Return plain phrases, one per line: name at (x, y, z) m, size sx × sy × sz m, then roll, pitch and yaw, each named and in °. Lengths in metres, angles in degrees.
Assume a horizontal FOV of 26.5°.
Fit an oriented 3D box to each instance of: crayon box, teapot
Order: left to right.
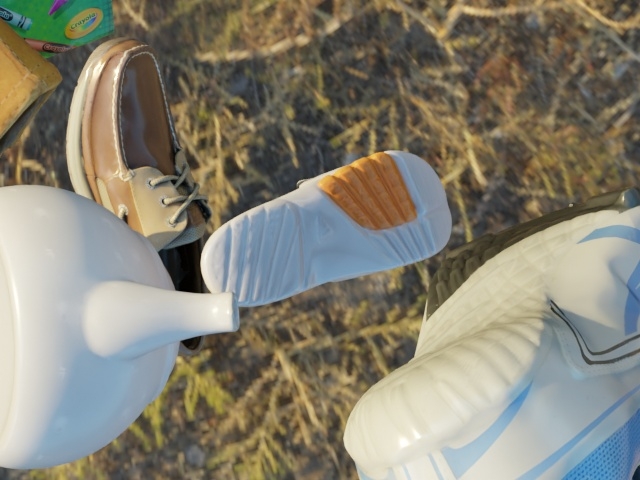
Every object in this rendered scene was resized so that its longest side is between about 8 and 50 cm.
crayon box at (-0.354, -0.260, 1.362) m, size 0.165 × 0.278 × 0.081 m, roll -27°, pitch 132°, yaw -34°
teapot at (-0.205, 0.070, 1.154) m, size 0.187 × 0.256 × 0.252 m, roll -4°, pitch 133°, yaw -33°

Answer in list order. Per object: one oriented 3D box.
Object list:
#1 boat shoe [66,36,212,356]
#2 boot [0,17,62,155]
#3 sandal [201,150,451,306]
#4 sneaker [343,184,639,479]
boat shoe at (-0.156, -0.034, 1.296) m, size 0.116 × 0.123 × 0.324 m, roll 13°, pitch 120°, yaw 30°
boot at (-0.256, -0.035, 0.561) m, size 0.211 × 0.104 × 0.295 m, roll 46°, pitch 119°, yaw -7°
sandal at (-0.003, -0.010, 1.172) m, size 0.265 × 0.076 × 0.102 m, roll -16°, pitch 94°, yaw -34°
sneaker at (0.076, 0.042, 0.435) m, size 0.085 × 0.237 × 0.086 m, roll -20°, pitch 100°, yaw 28°
